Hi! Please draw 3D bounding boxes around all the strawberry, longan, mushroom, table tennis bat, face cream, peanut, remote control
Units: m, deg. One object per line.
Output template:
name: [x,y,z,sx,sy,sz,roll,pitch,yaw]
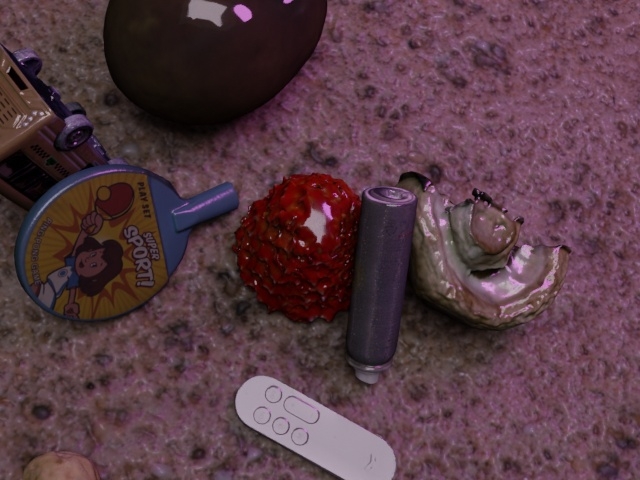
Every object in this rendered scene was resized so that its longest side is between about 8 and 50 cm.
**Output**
strawberry: [0.000,0.000,1.068,0.234,0.178,0.234,2,78,-9]
longan: [-0.150,-0.316,1.106,0.350,0.288,0.288,-37,80,-29]
mushroom: [0.197,0.028,1.086,0.267,0.189,0.164,29,82,-23]
table tennis bat: [-0.254,-0.011,1.046,0.329,0.044,0.215,-24,121,-34]
face cream: [0.078,0.067,1.030,0.073,0.073,0.283,1,114,-8]
peanut: [-0.289,0.379,0.929,0.124,0.123,0.256,-17,71,-13]
remote control: [-0.007,0.266,1.055,0.245,0.022,0.077,29,72,2]

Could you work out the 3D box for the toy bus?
toy bus: [-0.371,-0.121,0.996,0.157,0.289,0.139,-38,80,-6]
